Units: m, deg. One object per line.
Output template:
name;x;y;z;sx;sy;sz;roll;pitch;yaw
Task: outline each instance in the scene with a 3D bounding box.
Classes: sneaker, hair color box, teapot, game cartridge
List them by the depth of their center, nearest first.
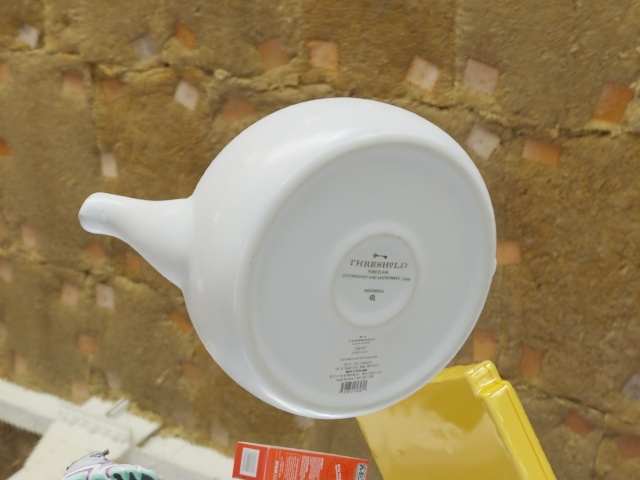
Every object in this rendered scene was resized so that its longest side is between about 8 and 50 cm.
teapot;0.000;0.000;0.701;0.256;0.252;0.187;53;-11;-31
sneaker;-0.215;0.234;0.928;0.098;0.069;0.038;-2;-72;-6
hair color box;-0.022;0.260;1.030;0.072;0.141;0.043;-10;-111;55
game cartridge;0.170;0.290;1.054;0.285;0.053;0.324;66;-27;3
